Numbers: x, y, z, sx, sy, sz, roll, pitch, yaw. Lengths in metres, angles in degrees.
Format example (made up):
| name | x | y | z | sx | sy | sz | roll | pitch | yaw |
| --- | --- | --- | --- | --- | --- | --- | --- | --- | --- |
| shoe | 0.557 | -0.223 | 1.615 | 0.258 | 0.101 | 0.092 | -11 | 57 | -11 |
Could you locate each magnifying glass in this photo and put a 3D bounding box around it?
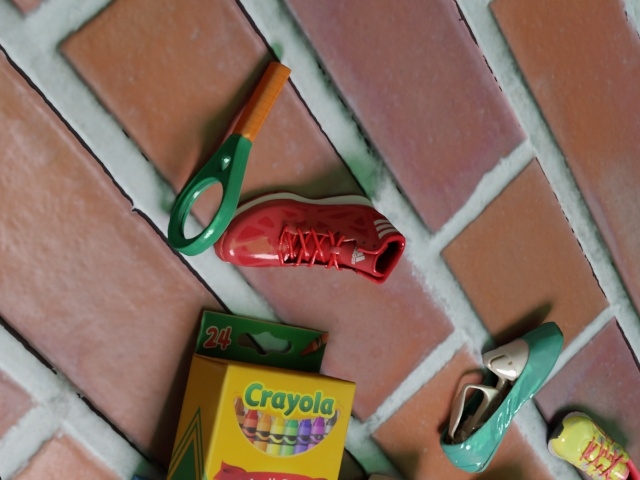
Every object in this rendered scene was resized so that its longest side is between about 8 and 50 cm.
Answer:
| name | x | y | z | sx | sy | sz | roll | pitch | yaw |
| --- | --- | --- | --- | --- | --- | --- | --- | --- | --- |
| magnifying glass | -0.095 | -0.088 | 1.201 | 0.026 | 0.092 | 0.231 | 31 | 81 | -36 |

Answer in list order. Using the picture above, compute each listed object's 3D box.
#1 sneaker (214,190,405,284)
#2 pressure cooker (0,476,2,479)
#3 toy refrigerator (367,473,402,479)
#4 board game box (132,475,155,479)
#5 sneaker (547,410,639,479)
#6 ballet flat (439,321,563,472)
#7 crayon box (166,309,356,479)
| name | x | y | z | sx | sy | sz | roll | pitch | yaw |
| --- | --- | --- | --- | --- | --- | --- | --- | --- | --- |
| sneaker | 0.000 | 0.000 | 1.266 | 0.221 | 0.128 | 0.087 | -13 | 117 | -29 |
| pressure cooker | -0.493 | 0.356 | 0.945 | 0.420 | 0.370 | 0.376 | -1 | 115 | -32 |
| toy refrigerator | 0.072 | 0.412 | 1.419 | 0.269 | 0.102 | 0.094 | -45 | 144 | -65 |
| board game box | -0.149 | 0.443 | 1.405 | 0.316 | 0.064 | 0.242 | 26 | 95 | -38 |
| sneaker | 0.433 | 0.332 | 1.725 | 0.208 | 0.094 | 0.081 | 32 | 93 | -37 |
| ballet flat | 0.247 | 0.207 | 1.558 | 0.087 | 0.083 | 0.247 | 33 | 88 | -25 |
| crayon box | -0.074 | 0.255 | 1.311 | 0.202 | 0.081 | 0.319 | 13 | 86 | -39 |
